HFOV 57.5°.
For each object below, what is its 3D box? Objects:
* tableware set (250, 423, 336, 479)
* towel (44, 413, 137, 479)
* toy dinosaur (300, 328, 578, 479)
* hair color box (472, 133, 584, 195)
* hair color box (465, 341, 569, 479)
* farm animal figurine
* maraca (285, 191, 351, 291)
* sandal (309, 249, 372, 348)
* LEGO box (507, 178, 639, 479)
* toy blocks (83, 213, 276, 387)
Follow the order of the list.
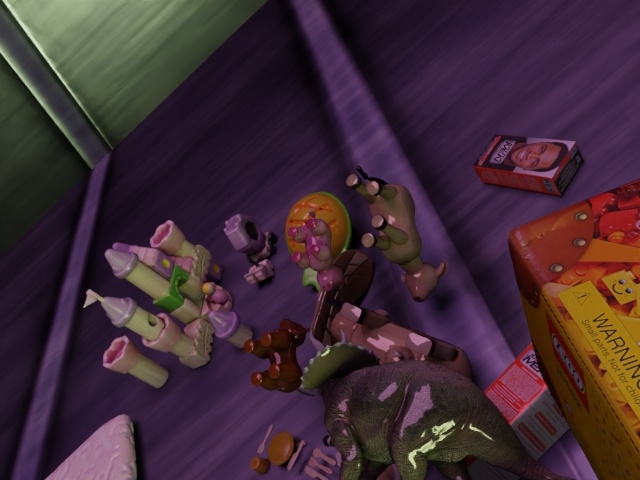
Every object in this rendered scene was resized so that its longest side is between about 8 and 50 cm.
[{"bbox_3d":[-0.041,0.328,0.811,0.154,0.024,0.104,9,65,47],"label":"tableware set"},{"bbox_3d":[-0.423,0.509,0.984,0.317,0.053,0.332,-43,35,5],"label":"towel"},{"bbox_3d":[0.083,0.179,0.569,0.313,0.121,0.160,0,83,40],"label":"toy dinosaur"},{"bbox_3d":[0.309,-0.116,0.877,0.141,0.043,0.072,20,69,51],"label":"hair color box"},{"bbox_3d":[0.204,0.201,0.629,0.167,0.093,0.053,-45,36,0],"label":"hair color box"},{"bbox_3d":[0.079,0.110,0.781,0.327,0.172,0.330,43,103,36],"label":"farm animal figurine"},{"bbox_3d":[0.000,0.000,1.030,0.127,0.099,0.185,-25,65,21],"label":"maraca"},{"bbox_3d":[0.025,0.093,0.945,0.049,0.072,0.180,-21,42,63],"label":"sandal"},{"bbox_3d":[0.370,0.142,0.268,0.372,0.193,0.500,-23,39,7],"label":"LEGO box"},{"bbox_3d":[-0.289,0.070,1.103,0.309,0.260,0.288,-26,39,25],"label":"toy blocks"}]
